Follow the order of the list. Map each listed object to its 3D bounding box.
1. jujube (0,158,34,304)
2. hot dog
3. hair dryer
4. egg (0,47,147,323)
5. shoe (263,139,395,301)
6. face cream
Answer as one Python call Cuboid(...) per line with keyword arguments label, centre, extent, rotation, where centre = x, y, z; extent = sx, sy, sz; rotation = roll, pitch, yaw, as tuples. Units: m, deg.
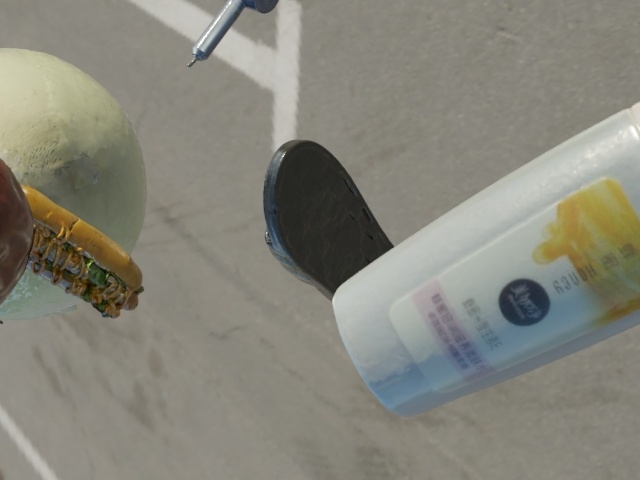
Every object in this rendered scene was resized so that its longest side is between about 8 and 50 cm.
Cuboid(label="jujube", centre=(-0.349, 0.012, 0.933), extent=(0.183, 0.243, 0.183), rotation=(28, 137, 29))
Cuboid(label="hot dog", centre=(-0.249, 0.011, 1.171), extent=(0.072, 0.188, 0.055), rotation=(-44, 29, 19))
Cuboid(label="hair dryer", centre=(-0.092, -0.201, 1.101), extent=(0.063, 0.114, 0.037), rotation=(24, 162, 31))
Cuboid(label="egg", centre=(-0.315, -0.067, 1.380), extent=(0.201, 0.337, 0.337), rotation=(-2, 104, 51))
Cuboid(label="shoe", centre=(0.000, 0.000, 0.808), extent=(0.049, 0.071, 0.179), rotation=(15, 157, 39))
Cuboid(label="face cream", centre=(0.104, 0.006, 0.511), extent=(0.198, 0.057, 0.084), rotation=(-30, 101, 20))
